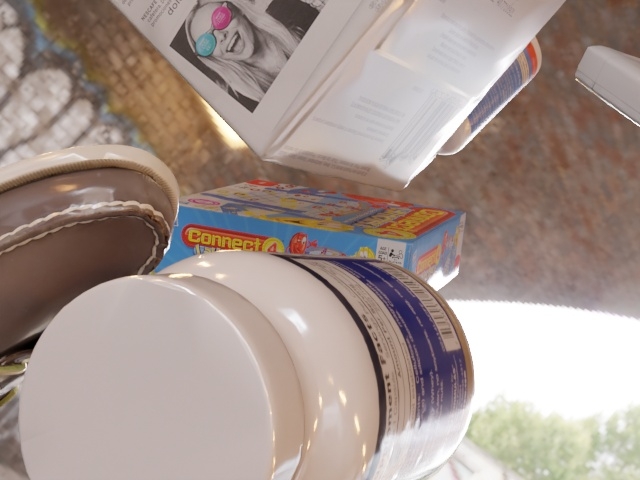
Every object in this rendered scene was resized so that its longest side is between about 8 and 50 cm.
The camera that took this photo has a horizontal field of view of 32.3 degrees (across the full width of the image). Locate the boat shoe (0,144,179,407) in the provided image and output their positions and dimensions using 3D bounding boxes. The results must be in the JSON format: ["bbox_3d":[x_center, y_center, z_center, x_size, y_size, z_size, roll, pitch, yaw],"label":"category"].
[{"bbox_3d":[-0.216,0.060,0.618,0.116,0.324,0.097,54,12,-40],"label":"boat shoe"}]

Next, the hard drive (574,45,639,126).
[{"bbox_3d":[0.411,-0.066,0.979,0.233,0.047,0.353,11,24,-28],"label":"hard drive"}]

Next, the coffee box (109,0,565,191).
[{"bbox_3d":[0.018,-0.294,1.143,0.334,0.338,0.337,46,16,21],"label":"coffee box"}]

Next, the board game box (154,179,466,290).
[{"bbox_3d":[0.000,0.000,1.362,0.302,0.086,0.308,9,11,17],"label":"board game box"}]

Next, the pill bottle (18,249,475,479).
[{"bbox_3d":[-0.024,0.081,0.576,0.153,0.153,0.264,36,12,21],"label":"pill bottle"}]

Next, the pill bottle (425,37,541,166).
[{"bbox_3d":[0.160,-0.185,1.364,0.124,0.221,0.124,39,-21,18],"label":"pill bottle"}]
